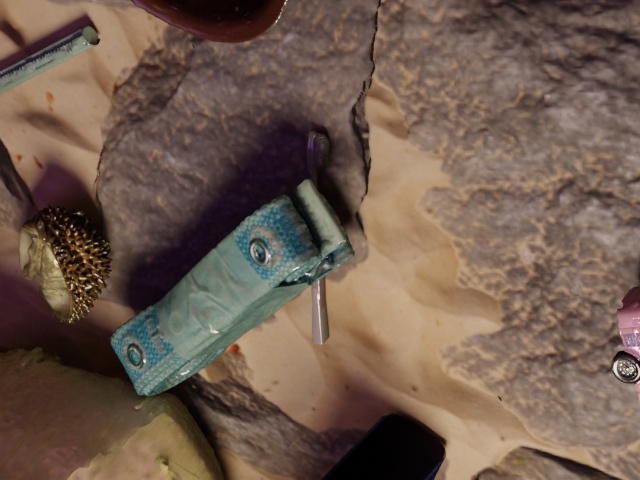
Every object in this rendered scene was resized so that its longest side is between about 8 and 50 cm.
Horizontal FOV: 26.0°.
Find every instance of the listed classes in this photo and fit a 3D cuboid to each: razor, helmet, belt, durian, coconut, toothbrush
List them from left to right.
[{"bbox_3d":[-0.299,0.313,1.274,0.405,0.404,0.404,15,121,26],"label":"coconut"},{"bbox_3d":[-0.272,-0.147,1.229,0.211,0.036,0.084,-17,85,32],"label":"razor"},{"bbox_3d":[-0.228,0.009,1.252,0.110,0.071,0.140,48,155,20],"label":"durian"},{"bbox_3d":[-0.073,-0.236,1.002,0.175,0.106,0.155,41,132,1],"label":"helmet"},{"bbox_3d":[-0.078,0.045,1.161,0.302,0.087,0.072,-38,74,44],"label":"belt"},{"bbox_3d":[-0.002,0.000,1.141,0.017,0.014,0.194,16,122,26],"label":"toothbrush"}]

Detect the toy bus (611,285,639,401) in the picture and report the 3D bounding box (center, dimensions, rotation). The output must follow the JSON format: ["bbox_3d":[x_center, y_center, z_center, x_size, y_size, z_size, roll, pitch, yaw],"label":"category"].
[{"bbox_3d":[0.275,0.128,1.001,0.090,0.063,0.203,-8,109,35],"label":"toy bus"}]

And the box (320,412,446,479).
[{"bbox_3d":[0.007,0.284,1.188,0.071,0.168,0.259,35,129,15],"label":"box"}]
